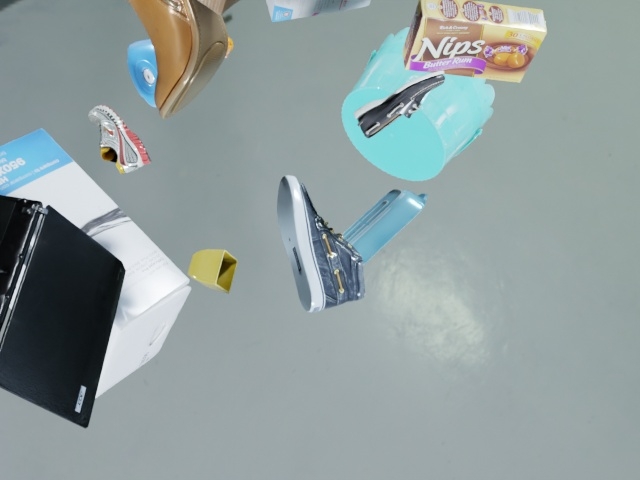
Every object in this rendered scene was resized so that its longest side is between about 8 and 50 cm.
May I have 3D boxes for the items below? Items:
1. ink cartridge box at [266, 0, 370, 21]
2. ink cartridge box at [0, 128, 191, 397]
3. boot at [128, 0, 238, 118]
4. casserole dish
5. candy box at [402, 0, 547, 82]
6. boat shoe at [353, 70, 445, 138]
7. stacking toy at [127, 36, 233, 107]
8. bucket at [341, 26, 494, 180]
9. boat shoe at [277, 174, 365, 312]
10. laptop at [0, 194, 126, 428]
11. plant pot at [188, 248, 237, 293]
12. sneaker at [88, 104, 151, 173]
[{"bbox_3d":[0.001,-0.441,1.250,0.181,0.104,0.061,-12,77,-13],"label":"ink cartridge box"},{"bbox_3d":[-0.449,0.047,1.304,0.395,0.285,0.166,44,48,9],"label":"ink cartridge box"},{"bbox_3d":[-0.233,-0.322,0.994,0.220,0.283,0.109,35,47,3],"label":"boot"},{"bbox_3d":[0.072,-0.014,1.043,0.188,0.114,0.037,-43,99,0],"label":"casserole dish"},{"bbox_3d":[0.226,-0.300,1.088,0.187,0.109,0.053,4,59,-8],"label":"candy box"},{"bbox_3d":[0.098,-0.164,0.878,0.046,0.125,0.038,-18,84,-63],"label":"boat shoe"},{"bbox_3d":[-0.346,-0.486,1.939,0.166,0.175,0.302,4,31,43],"label":"stacking toy"},{"bbox_3d":[0.189,-0.267,1.482,0.281,0.281,0.183,35,63,8],"label":"bucket"},{"bbox_3d":[0.000,0.000,0.959,0.083,0.065,0.183,-9,80,-24],"label":"boat shoe"},{"bbox_3d":[-0.390,0.076,0.871,0.264,0.136,0.234,9,56,-7],"label":"laptop"},{"bbox_3d":[-0.245,0.064,1.620,0.083,0.081,0.081,8,74,18],"label":"plant pot"},{"bbox_3d":[-0.510,-0.249,1.779,0.093,0.088,0.225,-36,60,-17],"label":"sneaker"}]
